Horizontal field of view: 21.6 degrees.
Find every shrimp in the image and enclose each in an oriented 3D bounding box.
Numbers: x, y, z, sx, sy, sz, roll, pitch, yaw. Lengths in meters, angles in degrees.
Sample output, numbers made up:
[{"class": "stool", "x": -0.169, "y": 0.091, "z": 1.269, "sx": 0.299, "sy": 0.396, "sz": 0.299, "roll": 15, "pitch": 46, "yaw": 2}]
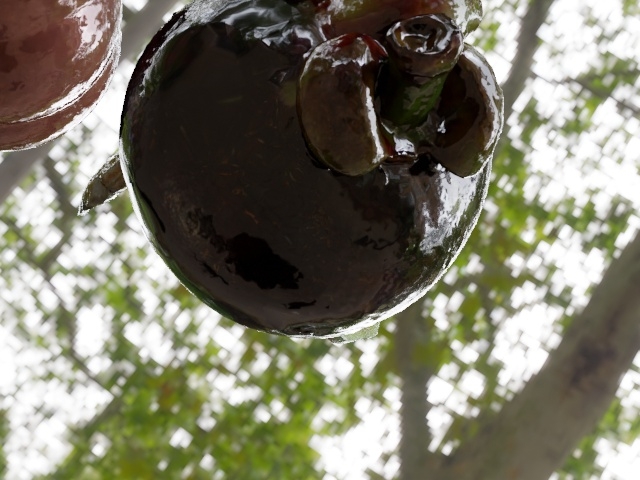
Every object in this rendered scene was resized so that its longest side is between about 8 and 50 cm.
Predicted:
[{"class": "shrimp", "x": -0.167, "y": -0.131, "z": 1.855, "sx": 0.233, "sy": 0.365, "sz": 0.071, "roll": -38, "pitch": -79, "yaw": 24}]

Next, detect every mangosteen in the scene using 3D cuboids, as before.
[{"class": "mangosteen", "x": 0.005, "y": -0.063, "z": 0.986, "sx": 0.228, "sy": 0.228, "sz": 0.265, "roll": 44, "pitch": -35, "yaw": -10}]

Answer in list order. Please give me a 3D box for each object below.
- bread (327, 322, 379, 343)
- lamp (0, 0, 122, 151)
[{"class": "bread", "x": 0.000, "y": 0.000, "z": 1.622, "sx": 0.033, "sy": 0.228, "sz": 0.228, "roll": -17, "pitch": -57, "yaw": 17}, {"class": "lamp", "x": -0.285, "y": -0.211, "z": 1.298, "sx": 0.305, "sy": 0.239, "sz": 0.305, "roll": 160, "pitch": -90, "yaw": -77}]
